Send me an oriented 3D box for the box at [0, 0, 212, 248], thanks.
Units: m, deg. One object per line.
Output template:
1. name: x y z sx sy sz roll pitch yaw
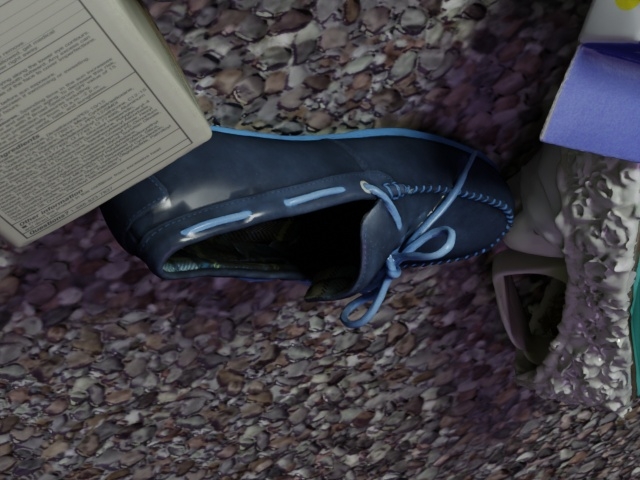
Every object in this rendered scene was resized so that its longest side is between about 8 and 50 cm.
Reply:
1. box: -0.179 -0.120 0.904 0.148 0.121 0.311 -29 158 1

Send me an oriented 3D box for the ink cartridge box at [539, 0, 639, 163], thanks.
1. ink cartridge box: 0.318 -0.179 1.172 0.304 0.072 0.307 8 105 -41

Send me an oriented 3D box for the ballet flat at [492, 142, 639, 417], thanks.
1. ballet flat: 0.201 0.013 1.381 0.147 0.147 0.409 -21 143 -10

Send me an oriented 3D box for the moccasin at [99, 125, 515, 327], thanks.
1. moccasin: 0.000 0.000 1.232 0.342 0.117 0.137 -2 137 -31
